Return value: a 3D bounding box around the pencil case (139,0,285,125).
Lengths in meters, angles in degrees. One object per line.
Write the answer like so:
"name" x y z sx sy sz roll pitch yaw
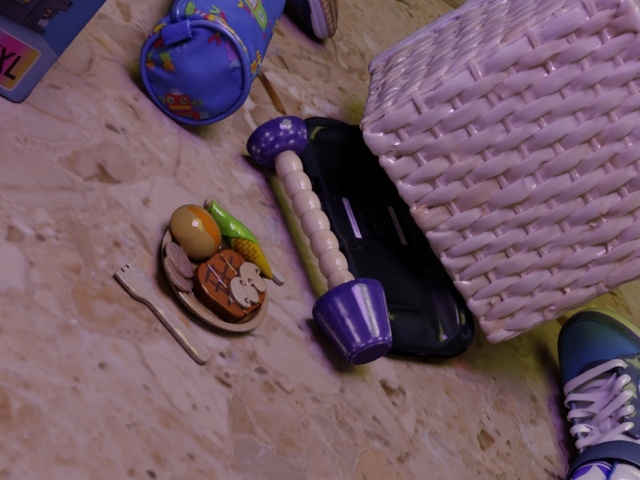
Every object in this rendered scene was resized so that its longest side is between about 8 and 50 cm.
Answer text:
"pencil case" -0.109 -0.255 1.255 0.133 0.119 0.306 61 24 -30

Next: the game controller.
"game controller" 0.067 -0.010 1.291 0.166 0.067 0.319 2 53 -32

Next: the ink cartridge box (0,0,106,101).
"ink cartridge box" -0.242 -0.335 0.917 0.270 0.395 0.151 32 36 -26

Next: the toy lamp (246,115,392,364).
"toy lamp" 0.000 0.000 1.170 0.080 0.080 0.275 10 47 -46

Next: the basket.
"basket" 0.259 -0.115 1.278 0.328 0.331 0.266 57 18 -16

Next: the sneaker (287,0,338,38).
"sneaker" -0.081 -0.378 1.462 0.099 0.153 0.282 -78 151 -55

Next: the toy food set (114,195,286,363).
"toy food set" -0.096 0.025 1.059 0.132 0.038 0.192 48 32 -3

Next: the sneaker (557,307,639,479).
"sneaker" 0.330 0.224 1.286 0.236 0.130 0.323 4 59 -54
